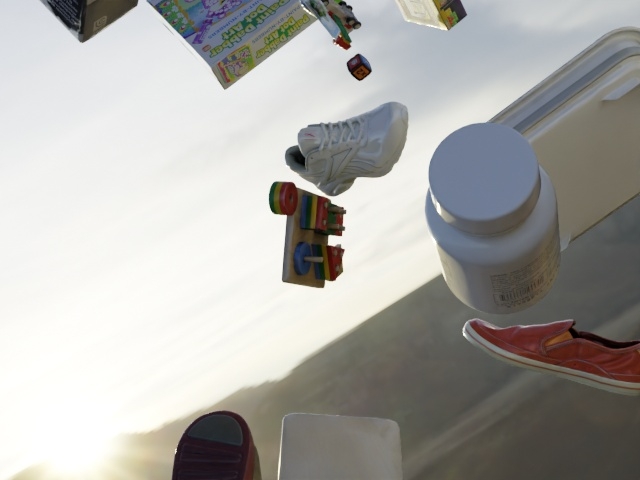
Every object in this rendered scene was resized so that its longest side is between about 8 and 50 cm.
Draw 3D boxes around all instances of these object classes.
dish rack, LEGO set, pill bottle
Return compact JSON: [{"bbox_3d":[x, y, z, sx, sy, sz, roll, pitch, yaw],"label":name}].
[{"bbox_3d":[0.354,-0.107,1.509,0.333,0.072,0.285,-37,-46,12],"label":"dish rack"},{"bbox_3d":[-0.026,-0.293,1.308,0.060,0.244,0.182,-36,14,22],"label":"LEGO set"},{"bbox_3d":[0.174,-0.021,1.113,0.131,0.131,0.229,-31,-26,-1],"label":"pill bottle"}]

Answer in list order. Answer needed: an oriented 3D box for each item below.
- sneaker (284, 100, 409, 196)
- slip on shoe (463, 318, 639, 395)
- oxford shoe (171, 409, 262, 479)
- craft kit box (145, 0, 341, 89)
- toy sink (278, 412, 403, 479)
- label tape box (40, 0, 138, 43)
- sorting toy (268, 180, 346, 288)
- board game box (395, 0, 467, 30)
[{"bbox_3d":[0.029,-0.132,1.538,0.115,0.090,0.232,18,-31,-29],"label":"sneaker"},{"bbox_3d":[0.415,0.183,1.939,0.331,0.101,0.123,13,9,19],"label":"slip on shoe"},{"bbox_3d":[-0.120,0.374,1.256,0.123,0.348,0.130,-1,-39,18],"label":"oxford shoe"},{"bbox_3d":[-0.111,-0.372,1.681,0.250,0.247,0.061,-39,-40,-5],"label":"craft kit box"},{"bbox_3d":[0.019,0.336,1.341,0.152,0.131,0.234,4,29,-2],"label":"toy sink"},{"bbox_3d":[-0.302,-0.420,1.254,0.106,0.240,0.334,-40,-8,-27],"label":"label tape box"},{"bbox_3d":[0.000,0.000,1.559,0.046,0.132,0.274,3,-5,22],"label":"sorting toy"},{"bbox_3d":[0.159,-0.443,1.850,0.048,0.170,0.141,-40,32,-13],"label":"board game box"}]
